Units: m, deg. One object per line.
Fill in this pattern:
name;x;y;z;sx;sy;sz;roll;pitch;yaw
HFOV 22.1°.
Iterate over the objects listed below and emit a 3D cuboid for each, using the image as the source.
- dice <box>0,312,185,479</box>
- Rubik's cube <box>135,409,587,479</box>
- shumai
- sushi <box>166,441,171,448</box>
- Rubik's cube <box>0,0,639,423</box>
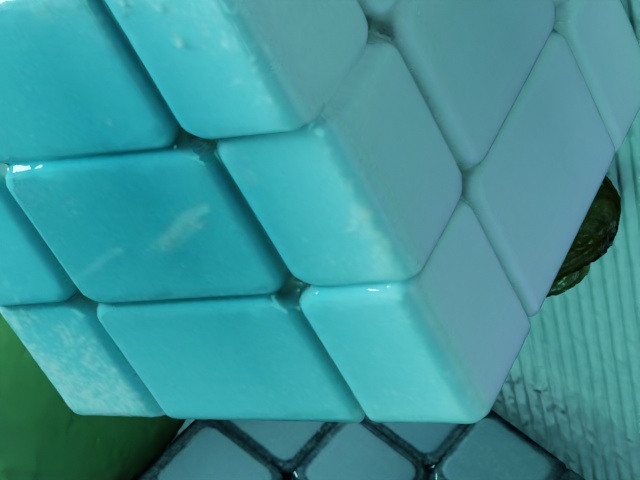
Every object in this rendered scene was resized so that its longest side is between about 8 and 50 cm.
dice;-0.285;0.027;1.272;0.330;0.322;0.318;5;133;28
Rubik's cube;0.006;0.314;1.322;0.337;0.344;0.344;36;146;14
shumai;0.147;0.006;1.126;0.105;0.123;0.139;35;129;-20
sushi;-0.200;0.365;1.680;0.417;0.176;0.418;19;139;17
Rubik's cube;-0.036;-0.107;0.967;0.321;0.319;0.316;-2;131;37
